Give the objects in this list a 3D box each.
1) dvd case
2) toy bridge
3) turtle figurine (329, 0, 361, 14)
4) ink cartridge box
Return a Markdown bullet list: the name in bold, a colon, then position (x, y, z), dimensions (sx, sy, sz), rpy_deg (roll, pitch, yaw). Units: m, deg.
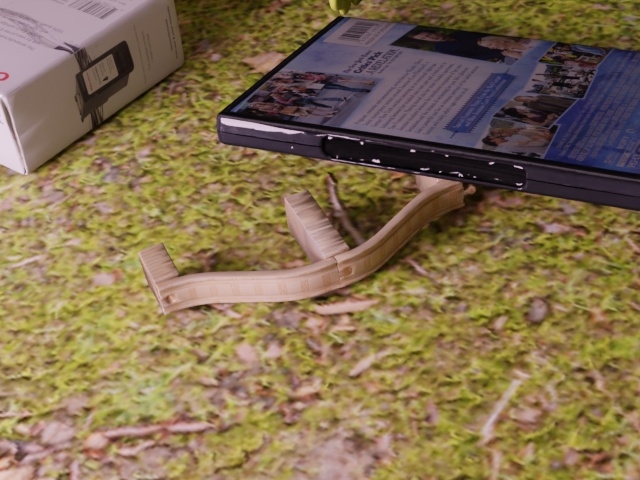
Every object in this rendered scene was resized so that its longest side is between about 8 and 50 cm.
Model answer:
- **dvd case**: position (0.090, -0.081, 0.821), dimensions (0.253, 0.022, 0.180), rpy_deg (11, 31, 22)
- **toy bridge**: position (0.000, 0.000, 0.759), dimensions (0.188, 0.026, 0.063), rpy_deg (-19, 41, -14)
- **turtle figurine**: position (-0.048, -0.233, 0.983), dimensions (0.217, 0.087, 0.269), rpy_deg (20, 25, 22)
- **ink cartridge box**: position (-0.181, -0.118, 0.906), dimensions (0.109, 0.063, 0.150), rpy_deg (23, 48, 32)
